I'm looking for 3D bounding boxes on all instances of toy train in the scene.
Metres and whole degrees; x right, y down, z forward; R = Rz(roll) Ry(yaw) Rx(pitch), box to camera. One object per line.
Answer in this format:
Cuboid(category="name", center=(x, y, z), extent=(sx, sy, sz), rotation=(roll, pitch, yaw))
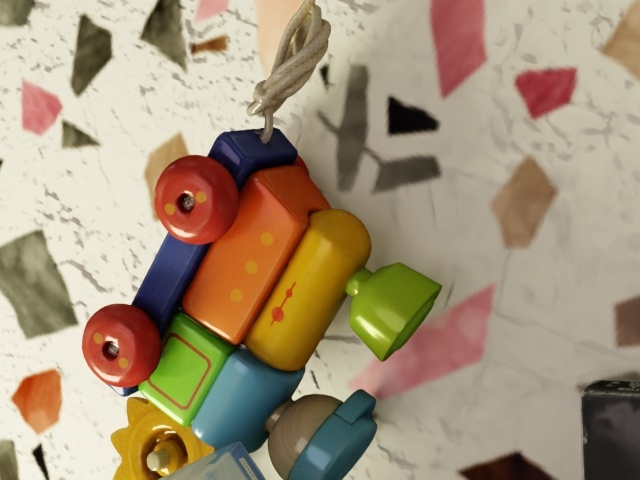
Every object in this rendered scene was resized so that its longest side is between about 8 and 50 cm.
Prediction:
Cuboid(category="toy train", center=(0.000, 0.000, 0.538), extent=(0.143, 0.105, 0.248), rotation=(35, 110, 14))

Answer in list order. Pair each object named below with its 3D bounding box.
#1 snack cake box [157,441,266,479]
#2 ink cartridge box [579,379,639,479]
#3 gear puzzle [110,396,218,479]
Cuboid(category="snack cake box", center=(-0.030, 0.247, 0.491), extent=(0.089, 0.152, 0.264), rotation=(-30, 95, 29))
Cuboid(category="ink cartridge box", center=(0.211, 0.164, 0.444), extent=(0.206, 0.045, 0.208), rotation=(-3, 92, 31))
Cuboid(category="gear puzzle", center=(-0.090, 0.250, 0.639), extent=(0.175, 0.044, 0.339), rotation=(-1, 89, 33))
